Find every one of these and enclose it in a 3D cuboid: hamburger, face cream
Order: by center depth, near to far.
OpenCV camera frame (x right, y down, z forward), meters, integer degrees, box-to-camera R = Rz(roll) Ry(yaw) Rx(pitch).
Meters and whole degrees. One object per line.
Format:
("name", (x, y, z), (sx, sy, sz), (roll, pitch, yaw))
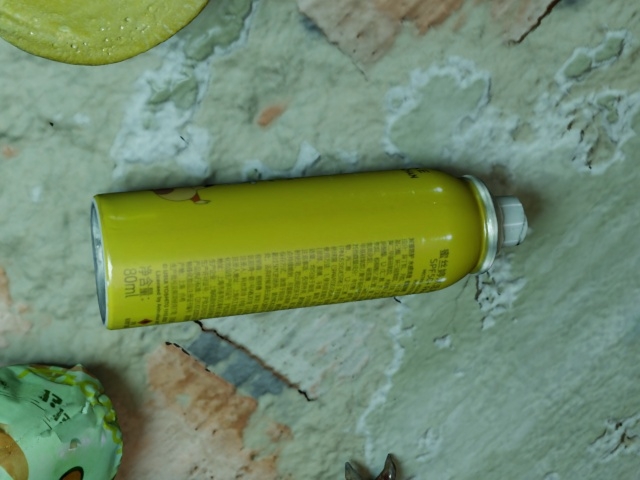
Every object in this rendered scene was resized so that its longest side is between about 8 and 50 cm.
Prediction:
("hamburger", (-0.155, -0.213, 0.660), (0.215, 0.122, 0.189), (11, 115, -27))
("hamburger", (-0.248, 0.210, 0.774), (0.214, 0.125, 0.235), (5, 99, -56))
("face cream", (0.000, 0.000, 0.814), (0.348, 0.105, 0.105), (-5, 114, -17))

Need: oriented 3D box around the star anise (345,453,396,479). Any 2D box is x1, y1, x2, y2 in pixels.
("star anise", (0.043, 0.268, 0.981), (0.141, 0.042, 0.141), (-7, 113, -17))
